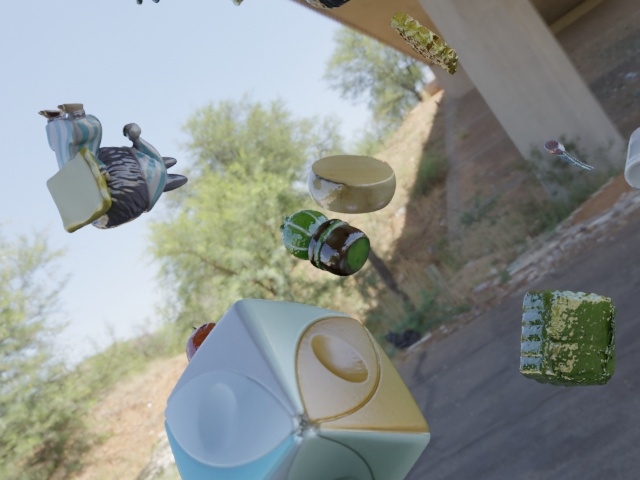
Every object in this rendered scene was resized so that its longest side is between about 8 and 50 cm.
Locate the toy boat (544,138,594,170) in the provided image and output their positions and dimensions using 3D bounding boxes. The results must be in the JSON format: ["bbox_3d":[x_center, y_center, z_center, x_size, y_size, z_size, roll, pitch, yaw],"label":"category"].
[{"bbox_3d":[0.617,-0.204,1.820,0.034,0.122,0.096,-55,14,11],"label":"toy boat"}]

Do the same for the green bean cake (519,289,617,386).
[{"bbox_3d":[0.545,0.214,1.616,0.201,0.214,0.113,7,-11,-20],"label":"green bean cake"}]

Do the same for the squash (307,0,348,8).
[{"bbox_3d":[0.042,-0.857,2.312,0.252,0.252,0.165,-34,-37,19],"label":"squash"}]

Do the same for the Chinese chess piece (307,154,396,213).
[{"bbox_3d":[0.088,-0.160,2.072,0.251,0.097,0.250,1,27,-1],"label":"Chinese chess piece"}]

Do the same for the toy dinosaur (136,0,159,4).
[{"bbox_3d":[-0.398,-0.687,1.568,0.384,0.331,0.129,-9,49,40],"label":"toy dinosaur"}]

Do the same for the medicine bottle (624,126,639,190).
[{"bbox_3d":[0.461,-0.117,1.029,0.057,0.057,0.089,-35,18,44],"label":"medicine bottle"}]

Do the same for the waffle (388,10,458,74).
[{"bbox_3d":[0.338,-0.578,2.202,0.057,0.219,0.229,-52,-38,9],"label":"waffle"}]

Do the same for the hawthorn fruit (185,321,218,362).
[{"bbox_3d":[-0.308,0.316,2.118,0.179,0.200,0.179,-33,-37,-29],"label":"hawthorn fruit"}]

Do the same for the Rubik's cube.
[{"bbox_3d":[-0.053,0.348,1.396,0.347,0.352,0.351,15,-59,-40],"label":"Rubik's cube"}]

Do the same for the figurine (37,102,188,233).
[{"bbox_3d":[-0.595,-0.229,2.158,0.266,0.361,0.378,-5,11,36],"label":"figurine"}]

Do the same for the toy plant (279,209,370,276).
[{"bbox_3d":[0.000,0.000,1.247,0.162,0.092,0.093,21,37,35],"label":"toy plant"}]

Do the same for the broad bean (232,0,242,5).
[{"bbox_3d":[-0.252,-0.756,2.179,0.061,0.077,0.339,-15,10,-2],"label":"broad bean"}]
